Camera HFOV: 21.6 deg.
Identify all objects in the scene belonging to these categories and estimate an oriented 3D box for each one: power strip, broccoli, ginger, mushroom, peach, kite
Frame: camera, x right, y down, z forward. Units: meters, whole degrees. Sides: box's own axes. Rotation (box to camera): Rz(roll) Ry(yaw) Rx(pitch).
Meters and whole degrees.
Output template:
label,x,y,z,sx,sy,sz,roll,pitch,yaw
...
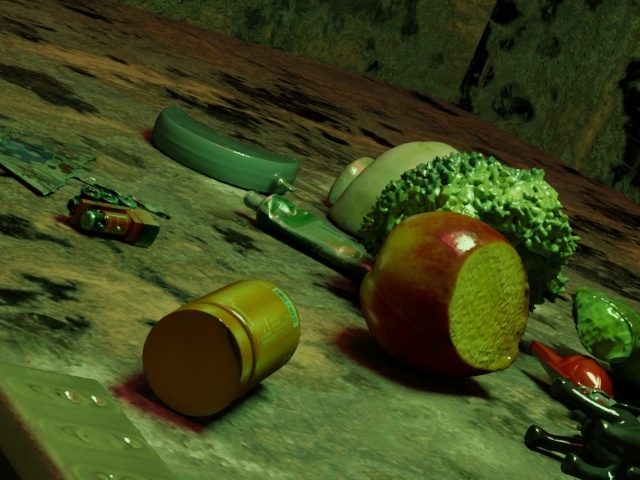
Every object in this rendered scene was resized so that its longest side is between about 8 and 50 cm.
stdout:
label,x,y,z,sx,sy,sz,roll,pitch,yaw
power strip,-0.158,0.166,1.136,0.105,0.070,0.256,14,16,-35
power strip,-0.139,-0.126,2.470,0.253,0.054,0.167,26,15,15
broccoli,0.193,0.003,2.083,0.288,0.235,0.260,5,17,-22
ginger,0.387,0.131,2.123,0.137,0.089,0.290,22,-6,38
mushroom,0.113,-0.080,2.471,0.236,0.162,0.173,30,12,37
peach,0.144,0.065,1.862,0.192,0.190,0.190,25,12,5
kite,-0.327,-0.095,2.089,0.314,0.011,0.335,23,13,-1

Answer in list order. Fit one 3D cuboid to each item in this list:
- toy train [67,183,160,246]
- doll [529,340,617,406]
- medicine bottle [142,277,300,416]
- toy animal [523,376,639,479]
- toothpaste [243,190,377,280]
label,x,y,z,sx,sy,sz,roll,pitch,yaw
toy train,-0.237,-0.025,1.889,0.103,0.044,0.064,11,27,-44
doll,0.319,0.173,1.999,0.109,0.057,0.169,24,9,-17
medicine bottle,-0.085,0.093,1.518,0.096,0.096,0.192,25,12,10
toy animal,0.294,0.205,1.774,0.137,0.082,0.269,23,8,-12
toothpaste,0.000,0.000,2.207,0.248,0.047,0.078,30,16,21
